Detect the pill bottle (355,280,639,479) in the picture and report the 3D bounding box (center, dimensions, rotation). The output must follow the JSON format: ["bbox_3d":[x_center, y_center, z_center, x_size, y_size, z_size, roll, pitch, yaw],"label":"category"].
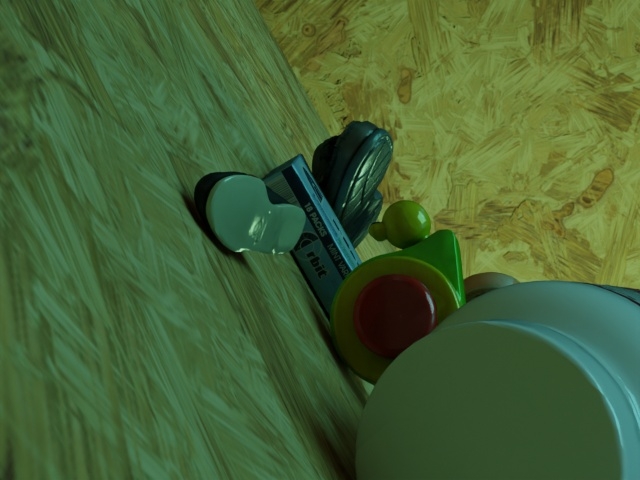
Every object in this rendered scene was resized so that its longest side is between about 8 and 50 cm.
[{"bbox_3d":[0.189,0.145,1.048,0.407,0.229,0.229,7,52,-62],"label":"pill bottle"}]

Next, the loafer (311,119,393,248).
[{"bbox_3d":[0.015,-0.061,1.536,0.084,0.096,0.267,36,-16,11],"label":"loafer"}]

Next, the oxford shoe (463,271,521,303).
[{"bbox_3d":[0.212,0.219,1.771,0.133,0.130,0.364,-81,159,-54],"label":"oxford shoe"}]

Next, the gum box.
[{"bbox_3d":[0.000,0.000,1.369,0.157,0.041,0.184,60,5,-5],"label":"gum box"}]

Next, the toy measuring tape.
[{"bbox_3d":[0.071,0.130,1.212,0.121,0.121,0.330,41,43,-76],"label":"toy measuring tape"}]

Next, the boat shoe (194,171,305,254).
[{"bbox_3d":[-0.053,-0.020,0.954,0.042,0.049,0.133,27,2,21],"label":"boat shoe"}]
